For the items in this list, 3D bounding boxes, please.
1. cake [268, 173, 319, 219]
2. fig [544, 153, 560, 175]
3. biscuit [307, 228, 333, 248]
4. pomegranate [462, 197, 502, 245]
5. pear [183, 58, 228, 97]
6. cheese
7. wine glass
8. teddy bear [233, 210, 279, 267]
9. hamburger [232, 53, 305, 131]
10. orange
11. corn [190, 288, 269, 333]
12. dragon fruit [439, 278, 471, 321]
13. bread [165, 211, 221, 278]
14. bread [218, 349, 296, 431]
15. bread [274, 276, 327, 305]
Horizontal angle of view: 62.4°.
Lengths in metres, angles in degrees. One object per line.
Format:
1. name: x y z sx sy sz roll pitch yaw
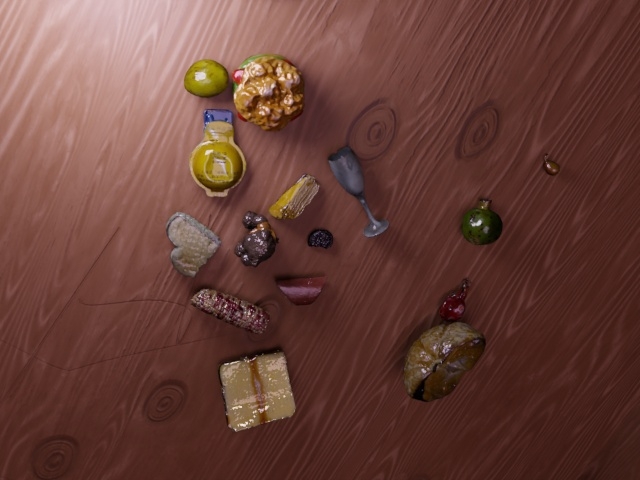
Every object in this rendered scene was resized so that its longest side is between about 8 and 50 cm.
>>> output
1. cake: -0.090 -0.134 1.759 0.079 0.116 0.185 38 69 -29
2. fig: 0.832 -0.274 1.913 0.050 0.050 0.083 -33 99 3
3. biscuit: 0.000 0.000 1.844 0.089 0.027 0.087 -41 115 6
4. pomegranate: 0.585 -0.060 1.904 0.143 0.122 0.169 14 116 12
5. pear: -0.328 -0.464 1.516 0.131 0.107 0.107 -1 114 0
6. cheese: -0.315 -0.266 1.628 0.176 0.069 0.271 -1 111 -14
7. wine glass: 0.201 -0.201 1.763 0.264 0.096 0.310 -28 116 2
8. teddy bear: -0.199 0.008 1.711 0.140 0.190 0.177 17 104 -13
9. hamburger: -0.152 -0.430 1.549 0.236 0.149 0.237 -5 116 -11
10. orange: 0.465 0.456 2.058 0.270 0.210 0.369 29 105 -41
11. corn: -0.312 0.244 1.844 0.289 0.098 0.098 25 106 -18
12. dragon fruit: 0.528 0.235 2.045 0.094 0.094 0.191 25 101 -22
13. bread: -0.412 0.005 1.728 0.172 0.064 0.232 -10 117 -9
14. bread: -0.234 0.547 1.952 0.263 0.198 0.236 -12 108 -10
15. bread: -0.068 0.185 1.888 0.192 0.067 0.119 -5 115 -11
